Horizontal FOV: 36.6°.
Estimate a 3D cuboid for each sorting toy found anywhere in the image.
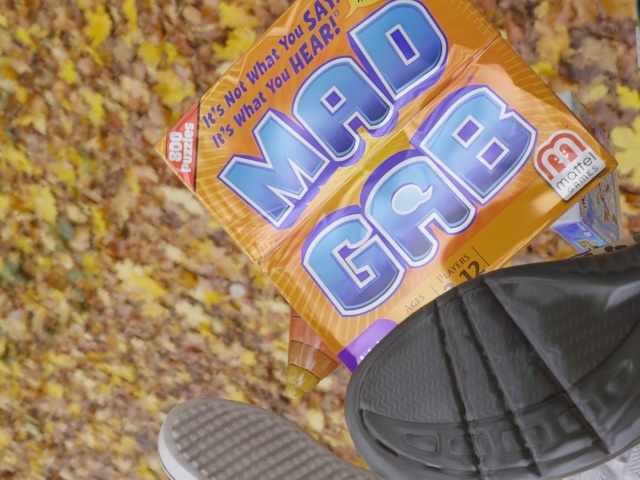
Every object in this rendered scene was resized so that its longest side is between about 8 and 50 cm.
[{"bbox_3d":[0.064,0.220,1.364,0.127,0.126,0.365,7,153,48],"label":"sorting toy"}]

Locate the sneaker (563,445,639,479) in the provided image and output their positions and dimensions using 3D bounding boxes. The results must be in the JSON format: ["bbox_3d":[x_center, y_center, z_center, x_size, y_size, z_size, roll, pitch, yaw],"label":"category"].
[{"bbox_3d":[0.364,0.245,0.956,0.321,0.125,0.180,35,-173,22],"label":"sneaker"}]

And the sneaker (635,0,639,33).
[{"bbox_3d":[0.431,-0.322,1.157,0.108,0.302,0.121,-3,168,17],"label":"sneaker"}]

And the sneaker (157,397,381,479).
[{"bbox_3d":[-0.013,0.262,0.902,0.321,0.126,0.127,25,128,-6],"label":"sneaker"}]

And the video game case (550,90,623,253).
[{"bbox_3d":[0.479,-0.106,1.754,0.061,0.245,0.269,-12,158,30],"label":"video game case"}]

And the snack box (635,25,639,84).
[{"bbox_3d":[0.565,-0.291,1.501,0.141,0.100,0.037,-9,-173,-9],"label":"snack box"}]

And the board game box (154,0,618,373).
[{"bbox_3d":[0.096,-0.104,1.178,0.356,0.356,0.356,-43,84,13],"label":"board game box"}]

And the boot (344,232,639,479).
[{"bbox_3d":[0.228,0.080,0.702,0.377,0.138,0.284,-30,158,13],"label":"boot"}]
